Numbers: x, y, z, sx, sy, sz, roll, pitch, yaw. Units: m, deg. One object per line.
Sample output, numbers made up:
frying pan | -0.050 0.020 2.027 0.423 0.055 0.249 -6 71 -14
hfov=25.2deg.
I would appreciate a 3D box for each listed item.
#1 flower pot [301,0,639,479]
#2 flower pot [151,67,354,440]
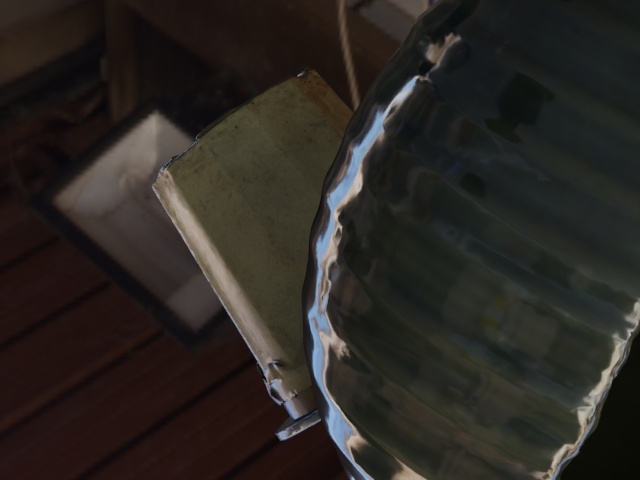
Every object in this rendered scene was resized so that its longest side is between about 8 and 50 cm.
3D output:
flower pot | 0.093 0.000 0.482 0.189 0.243 0.157 18 -159 -38
flower pot | 0.000 0.000 1.003 0.212 0.212 0.202 -34 -95 -30
